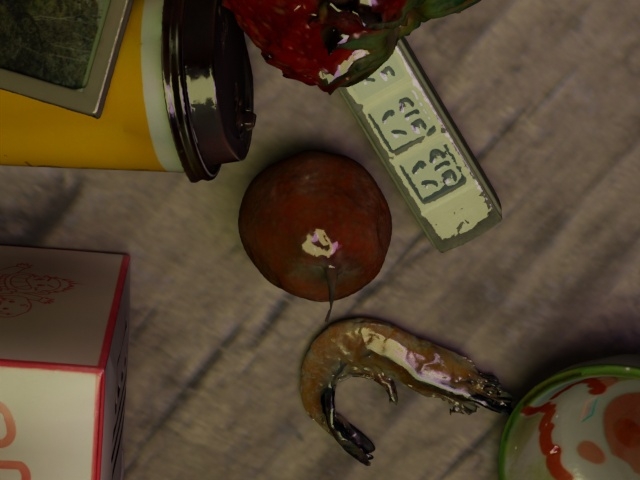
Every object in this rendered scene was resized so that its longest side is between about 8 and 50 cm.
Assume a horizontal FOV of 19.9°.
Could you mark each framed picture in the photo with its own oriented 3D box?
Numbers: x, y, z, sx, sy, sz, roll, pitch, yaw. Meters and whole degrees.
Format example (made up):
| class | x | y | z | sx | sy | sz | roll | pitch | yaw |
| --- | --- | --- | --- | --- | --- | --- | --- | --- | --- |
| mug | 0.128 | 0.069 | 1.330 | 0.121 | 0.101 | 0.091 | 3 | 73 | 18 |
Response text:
| class | x | y | z | sx | sy | sz | roll | pitch | yaw |
| --- | --- | --- | --- | --- | --- | --- | --- | --- | --- |
| framed picture | -0.250 | -0.289 | 1.570 | 0.240 | 0.020 | 0.324 | 19 | 93 | 16 |

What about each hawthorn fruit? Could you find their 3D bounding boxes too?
| class | x | y | z | sx | sy | sz | roll | pitch | yaw |
| --- | --- | --- | --- | --- | --- | --- | --- | --- | --- |
| hawthorn fruit | 0.008 | -0.009 | 1.712 | 0.149 | 0.189 | 0.149 | -10 | 110 | -29 |

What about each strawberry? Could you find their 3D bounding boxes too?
| class | x | y | z | sx | sy | sz | roll | pitch | yaw |
| --- | --- | --- | --- | --- | --- | --- | --- | --- | --- |
| strawberry | 0.009 | -0.292 | 1.574 | 0.238 | 0.250 | 0.288 | -36 | 83 | 37 |

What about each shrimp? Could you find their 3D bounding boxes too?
| class | x | y | z | sx | sy | sz | roll | pitch | yaw |
| --- | --- | --- | --- | --- | --- | --- | --- | --- | --- |
| shrimp | 0.084 | 0.164 | 1.847 | 0.219 | 0.046 | 0.152 | 18 | 110 | -4 |

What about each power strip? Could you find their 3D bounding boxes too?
| class | x | y | z | sx | sy | sz | roll | pitch | yaw |
| --- | --- | --- | --- | --- | --- | --- | --- | --- | --- |
| power strip | 0.085 | -0.107 | 1.733 | 0.078 | 0.052 | 0.272 | -28 | 110 | 11 |

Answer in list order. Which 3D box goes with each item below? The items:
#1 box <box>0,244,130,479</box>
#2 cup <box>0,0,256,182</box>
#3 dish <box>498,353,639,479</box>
| class | x | y | z | sx | sy | sz | roll | pitch | yaw |
| --- | --- | --- | --- | --- | --- | --- | --- | --- | --- |
| box | -0.340 | 0.186 | 1.707 | 0.312 | 0.314 | 0.300 | 4 | 109 | -3 |
| cup | -0.203 | -0.145 | 1.648 | 0.279 | 0.196 | 0.196 | -2 | 113 | 9 |
| dish | 0.346 | 0.239 | 1.814 | 0.324 | 0.124 | 0.324 | 19 | 125 | 28 |
